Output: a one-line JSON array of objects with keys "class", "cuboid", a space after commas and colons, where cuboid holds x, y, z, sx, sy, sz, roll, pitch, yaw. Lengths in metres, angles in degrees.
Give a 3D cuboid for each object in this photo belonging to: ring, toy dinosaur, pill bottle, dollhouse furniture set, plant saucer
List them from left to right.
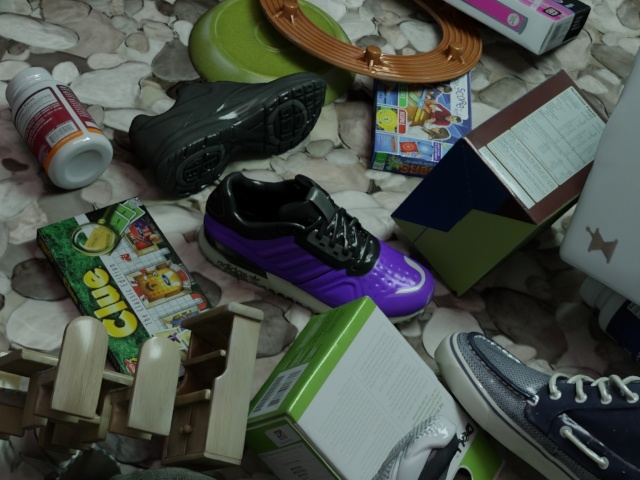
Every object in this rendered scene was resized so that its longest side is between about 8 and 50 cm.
[{"class": "pill bottle", "cuboid": [-0.327, -0.142, 1.617, 0.086, 0.086, 0.152, -21, 57, -28]}, {"class": "dollhouse furniture set", "cuboid": [-0.195, 0.126, 1.310, 0.242, 0.212, 0.161, 19, 67, -30]}, {"class": "toy dinosaur", "cuboid": [-0.148, 0.278, 1.270, 0.313, 0.121, 0.160, 5, 62, -4]}, {"class": "plant saucer", "cuboid": [-0.063, -0.275, 1.830, 0.240, 0.037, 0.241, 6, 49, -7]}, {"class": "ring", "cuboid": [0.075, -0.331, 1.875, 0.336, 0.032, 0.337, 11, 37, -8]}, {"class": "pill bottle", "cuboid": [0.395, 0.096, 1.575, 0.094, 0.094, 0.169, -29, 61, -32]}]

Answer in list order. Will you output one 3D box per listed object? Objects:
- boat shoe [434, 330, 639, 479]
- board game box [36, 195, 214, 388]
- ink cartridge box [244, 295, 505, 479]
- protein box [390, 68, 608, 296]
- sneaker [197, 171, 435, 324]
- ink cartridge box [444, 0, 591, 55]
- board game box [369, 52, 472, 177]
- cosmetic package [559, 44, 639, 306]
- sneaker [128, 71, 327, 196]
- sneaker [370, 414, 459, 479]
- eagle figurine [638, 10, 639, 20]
[{"class": "boat shoe", "cuboid": [0.289, 0.181, 1.411, 0.340, 0.158, 0.127, 43, 24, 17]}, {"class": "board game box", "cuboid": [-0.210, 0.063, 1.505, 0.136, 0.030, 0.260, -22, 58, -26]}, {"class": "ink cartridge box", "cuboid": [0.058, 0.219, 1.398, 0.255, 0.097, 0.189, 51, 48, -14]}, {"class": "protein box", "cuboid": [0.231, -0.069, 1.592, 0.201, 0.200, 0.136, -34, 81, -34]}, {"class": "sneaker", "cuboid": [-0.001, 0.000, 1.529, 0.293, 0.146, 0.102, 18, 48, 3]}, {"class": "ink cartridge box", "cuboid": [0.211, -0.400, 1.955, 0.371, 0.069, 0.175, 31, 29, 17]}, {"class": "board game box", "cuboid": [0.139, -0.169, 1.786, 0.136, 0.035, 0.201, 10, 48, -5]}, {"class": "cosmetic package", "cuboid": [0.550, -0.073, 1.505, 0.327, 0.329, 0.393, 35, 32, 33]}, {"class": "sneaker", "cuboid": [-0.117, -0.165, 1.680, 0.286, 0.109, 0.130, -25, 53, -33]}, {"class": "sneaker", "cuboid": [0.096, 0.310, 1.259, 0.153, 0.101, 0.269, 30, 90, 0]}, {"class": "eagle figurine", "cuboid": [0.610, -0.302, 1.923, 0.226, 0.225, 0.298, 28, 59, 25]}]
